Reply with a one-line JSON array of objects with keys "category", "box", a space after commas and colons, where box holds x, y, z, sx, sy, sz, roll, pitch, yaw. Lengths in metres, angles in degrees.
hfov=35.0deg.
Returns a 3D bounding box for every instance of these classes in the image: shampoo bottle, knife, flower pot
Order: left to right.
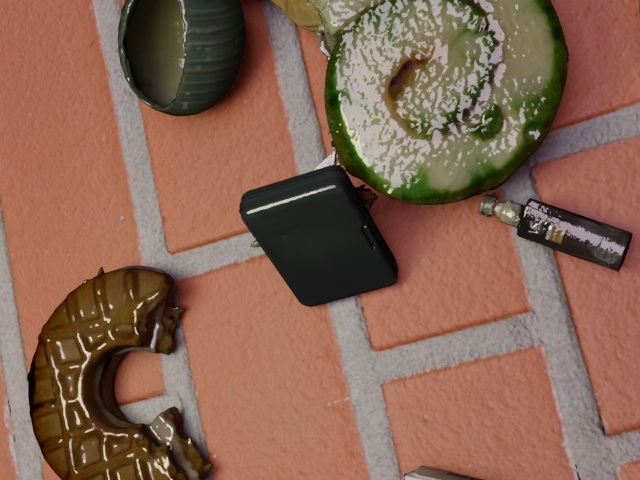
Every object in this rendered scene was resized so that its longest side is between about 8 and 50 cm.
[{"category": "flower pot", "box": [-0.207, -0.305, 1.524, 0.189, 0.157, 0.243, 25, 121, 17]}, {"category": "knife", "box": [-0.035, -0.066, 1.536, 0.207, 0.014, 0.030, -45, 72, 6]}, {"category": "shampoo bottle", "box": [0.318, -0.019, 1.390, 0.208, 0.063, 0.057, 21, 100, 18]}]

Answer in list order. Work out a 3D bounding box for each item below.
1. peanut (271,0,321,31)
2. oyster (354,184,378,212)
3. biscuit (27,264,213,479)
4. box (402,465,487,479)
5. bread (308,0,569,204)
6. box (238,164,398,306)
[{"category": "peanut", "box": [-0.075, -0.429, 1.535, 0.313, 0.149, 0.149, 33, 94, 15]}, {"category": "oyster", "box": [-0.001, -0.034, 1.476, 0.177, 0.105, 0.056, -39, 73, 40]}, {"category": "biscuit", "box": [-0.316, 0.225, 1.536, 0.268, 0.115, 0.366, -14, 78, 15]}, {"category": "box", "box": [0.191, 0.469, 1.341, 0.200, 0.106, 0.299, 10, 87, 20]}, {"category": "bread", "box": [0.143, -0.241, 1.396, 0.382, 0.129, 0.366, 36, 91, 4]}, {"category": "box", "box": [0.000, 0.000, 1.411, 0.160, 0.230, 0.050, -16, 46, 16]}]
